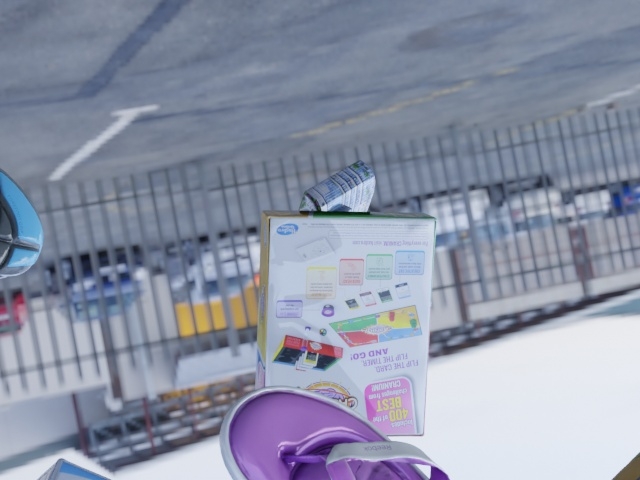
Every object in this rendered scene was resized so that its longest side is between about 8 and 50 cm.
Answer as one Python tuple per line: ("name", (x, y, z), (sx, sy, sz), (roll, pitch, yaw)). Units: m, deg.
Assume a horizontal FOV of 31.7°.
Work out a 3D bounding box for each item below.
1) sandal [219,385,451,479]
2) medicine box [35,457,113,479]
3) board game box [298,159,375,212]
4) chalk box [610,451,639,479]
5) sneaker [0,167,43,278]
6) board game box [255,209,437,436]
("sandal", (0.082, 0.286, 1.225), (0.102, 0.416, 0.169), (-42, -166, 48))
("medicine box", (-0.240, 0.393, 1.328), (0.263, 0.149, 0.289), (26, 153, -13))
("board game box", (0.000, 0.000, 1.673), (0.060, 0.194, 0.194), (34, -141, 19))
("chalk box", (0.253, 0.237, 0.661), (0.179, 0.180, 0.289), (0, -169, 34))
("sneaker", (-0.436, -0.036, 1.078), (0.341, 0.125, 0.139), (18, 151, -11))
("board game box", (0.032, 0.118, 1.583), (0.242, 0.316, 0.064), (1, -172, -12))
